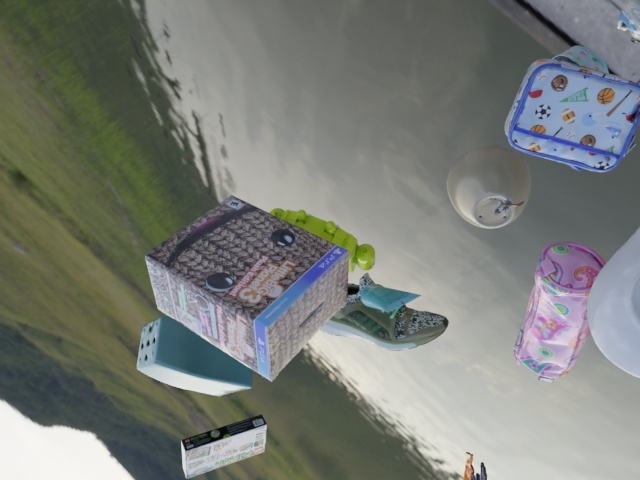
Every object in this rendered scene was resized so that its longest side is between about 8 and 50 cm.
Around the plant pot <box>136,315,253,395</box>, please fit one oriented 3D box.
[{"bbox_3d":[-0.297,0.260,1.358,0.234,0.166,0.165,20,149,-34],"label":"plant pot"}]

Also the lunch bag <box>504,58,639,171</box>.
[{"bbox_3d":[0.623,-0.297,1.409,0.303,0.115,0.243,17,115,2],"label":"lunch bag"}]

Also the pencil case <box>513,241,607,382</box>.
[{"bbox_3d":[0.426,0.135,1.036,0.124,0.124,0.284,35,148,32],"label":"pencil case"}]

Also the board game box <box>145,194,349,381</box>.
[{"bbox_3d":[-0.131,0.074,1.064,0.291,0.232,0.141,25,136,26],"label":"board game box"}]

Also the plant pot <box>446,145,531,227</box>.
[{"bbox_3d":[0.572,-0.149,1.932,0.284,0.191,0.284,5,127,7],"label":"plant pot"}]

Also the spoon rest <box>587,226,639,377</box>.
[{"bbox_3d":[0.365,0.009,0.589,0.137,0.276,0.084,14,171,23],"label":"spoon rest"}]

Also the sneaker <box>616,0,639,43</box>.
[{"bbox_3d":[0.790,-0.490,1.350,0.237,0.085,0.086,-107,22,-47],"label":"sneaker"}]

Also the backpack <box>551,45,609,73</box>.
[{"bbox_3d":[0.713,-0.442,1.604,0.166,0.144,0.188,54,166,31],"label":"backpack"}]

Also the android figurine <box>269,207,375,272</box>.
[{"bbox_3d":[0.000,0.000,1.240,0.248,0.056,0.273,22,166,13],"label":"android figurine"}]

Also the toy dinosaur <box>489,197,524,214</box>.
[{"bbox_3d":[0.505,-0.087,1.575,0.090,0.047,0.082,9,178,15],"label":"toy dinosaur"}]

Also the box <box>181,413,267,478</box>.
[{"bbox_3d":[-0.237,0.509,1.421,0.036,0.207,0.114,52,144,45],"label":"box"}]

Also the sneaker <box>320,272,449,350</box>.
[{"bbox_3d":[0.153,0.186,1.618,0.410,0.158,0.182,6,118,23],"label":"sneaker"}]

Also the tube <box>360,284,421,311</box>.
[{"bbox_3d":[0.142,0.126,1.239,0.052,0.080,0.207,62,168,-5],"label":"tube"}]

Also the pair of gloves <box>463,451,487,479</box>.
[{"bbox_3d":[0.234,0.367,0.871,0.010,0.074,0.083,4,174,-7],"label":"pair of gloves"}]
